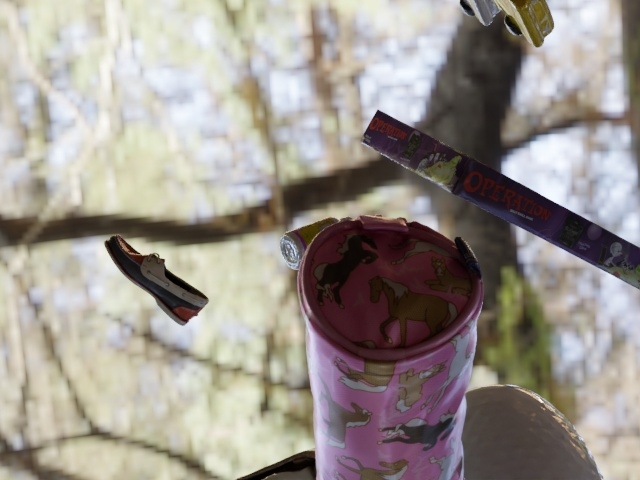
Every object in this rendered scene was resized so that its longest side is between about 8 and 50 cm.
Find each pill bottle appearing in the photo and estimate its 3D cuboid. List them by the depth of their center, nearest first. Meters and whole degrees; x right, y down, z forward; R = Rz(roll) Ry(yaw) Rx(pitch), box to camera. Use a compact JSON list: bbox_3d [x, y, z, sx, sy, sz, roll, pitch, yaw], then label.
[{"bbox_3d":[0.000,0.000,2.185,0.083,0.043,0.043,-20,-156,-30],"label":"pill bottle"}]

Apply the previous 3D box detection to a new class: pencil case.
[{"bbox_3d":[0.062,0.148,1.758,0.167,0.386,0.160,-35,-124,-25],"label":"pencil case"}]

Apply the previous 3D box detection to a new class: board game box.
[{"bbox_3d":[0.228,-0.032,2.163,0.347,0.056,0.208,25,180,-32],"label":"board game box"}]

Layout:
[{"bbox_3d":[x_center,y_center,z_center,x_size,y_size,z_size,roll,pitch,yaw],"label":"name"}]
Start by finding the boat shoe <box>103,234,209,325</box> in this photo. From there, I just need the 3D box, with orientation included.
[{"bbox_3d":[-0.187,0.038,2.272,0.043,0.137,0.049,-42,-168,18],"label":"boat shoe"}]

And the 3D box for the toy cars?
[{"bbox_3d":[0.176,-0.318,2.169,0.087,0.176,0.393,-36,-164,-1],"label":"toy cars"}]

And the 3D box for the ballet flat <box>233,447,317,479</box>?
[{"bbox_3d":[-0.114,0.333,2.392,0.316,0.107,0.106,-30,170,-2],"label":"ballet flat"}]

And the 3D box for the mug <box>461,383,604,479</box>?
[{"bbox_3d":[0.234,0.396,2.629,0.276,0.374,0.328,3,-132,-14],"label":"mug"}]
